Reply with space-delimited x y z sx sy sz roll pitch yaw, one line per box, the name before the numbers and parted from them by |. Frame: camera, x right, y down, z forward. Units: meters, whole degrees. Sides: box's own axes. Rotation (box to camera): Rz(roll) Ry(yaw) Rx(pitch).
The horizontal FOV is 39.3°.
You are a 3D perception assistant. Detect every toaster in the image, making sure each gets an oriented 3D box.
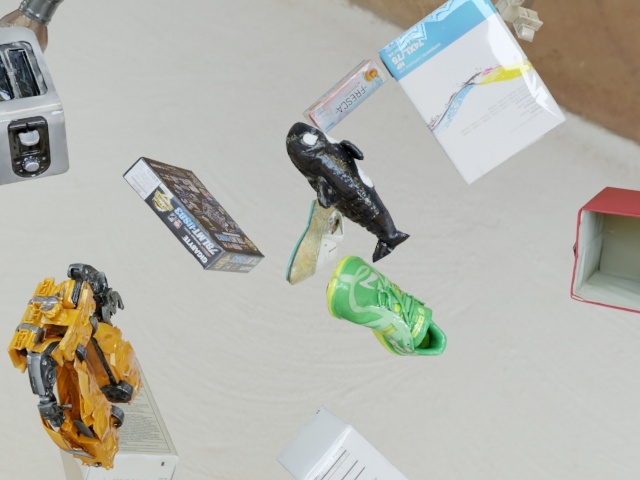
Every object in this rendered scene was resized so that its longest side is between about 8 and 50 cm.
toaster | -0.398 -0.158 1.056 0.185 0.168 0.110 63 153 29

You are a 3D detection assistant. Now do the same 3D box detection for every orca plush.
orca plush | 0.024 -0.073 1.584 0.151 0.102 0.287 -13 115 46

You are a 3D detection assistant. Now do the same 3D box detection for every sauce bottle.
sauce bottle | -0.636 -0.384 1.843 0.111 0.111 0.344 33 107 -6

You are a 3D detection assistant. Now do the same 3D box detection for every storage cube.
storage cube | 0.596 0.017 1.680 0.215 0.193 0.183 10 110 28

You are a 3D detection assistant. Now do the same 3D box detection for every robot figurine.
robot figurine | -0.314 0.166 1.163 0.085 0.211 0.291 3 139 12

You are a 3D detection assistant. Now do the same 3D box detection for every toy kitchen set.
toy kitchen set | 0.359 -0.393 1.533 0.083 0.068 0.075 10 141 -27

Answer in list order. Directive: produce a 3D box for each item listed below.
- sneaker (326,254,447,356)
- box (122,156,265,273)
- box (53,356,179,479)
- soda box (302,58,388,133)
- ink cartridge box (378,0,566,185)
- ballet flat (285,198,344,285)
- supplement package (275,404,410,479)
sneaker | 0.114 0.108 1.441 0.123 0.109 0.295 6 160 39
box | -0.283 -0.053 2.068 0.293 0.073 0.295 49 -171 11
box | -0.356 0.317 1.508 0.148 0.121 0.311 9 -160 -27
soda box | 0.051 -0.302 1.886 0.058 0.183 0.063 51 174 -17
ink cartridge box | 0.253 -0.264 1.537 0.270 0.197 0.198 55 -172 -4
ballet flat | 0.000 0.000 2.344 0.123 0.348 0.123 6 125 9
supplement package | 0.062 0.437 1.629 0.244 0.134 0.139 46 168 -20
